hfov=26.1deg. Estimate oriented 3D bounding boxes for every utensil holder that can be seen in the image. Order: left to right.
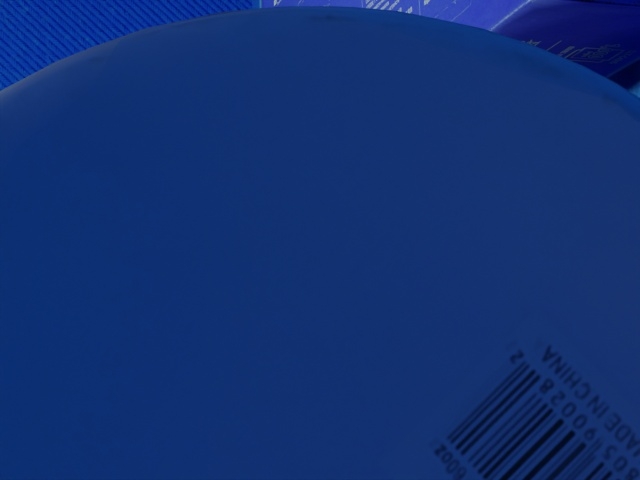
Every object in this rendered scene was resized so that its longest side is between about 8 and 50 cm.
[{"bbox_3d":[-0.022,0.121,0.496,0.385,0.327,0.327,129,140,-79],"label":"utensil holder"}]

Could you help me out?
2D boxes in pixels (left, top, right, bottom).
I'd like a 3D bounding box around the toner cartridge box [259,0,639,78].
[{"bbox_3d":[0.051,-0.128,0.629,0.348,0.075,0.165,151,120,-70],"label":"toner cartridge box"}]
